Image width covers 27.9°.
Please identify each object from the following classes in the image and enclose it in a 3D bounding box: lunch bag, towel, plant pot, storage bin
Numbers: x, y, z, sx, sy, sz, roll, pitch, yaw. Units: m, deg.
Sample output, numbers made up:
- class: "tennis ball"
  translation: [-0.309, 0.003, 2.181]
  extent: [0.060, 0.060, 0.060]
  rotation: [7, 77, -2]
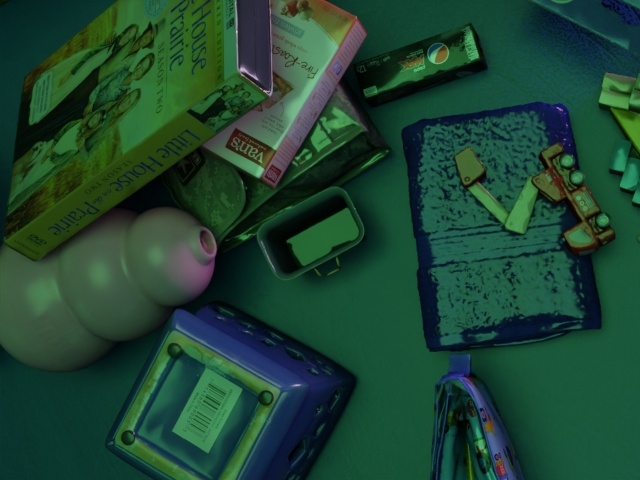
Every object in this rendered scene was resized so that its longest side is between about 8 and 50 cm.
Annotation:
- class: "lunch bag"
  translation: [0.193, 0.284, 1.578]
  extent: [0.138, 0.221, 0.293]
  rotation: [-8, 83, 13]
- class: "towel"
  translation: [0.232, -0.016, 1.679]
  extent: [0.227, 0.076, 0.308]
  rotation: [-7, 83, 6]
- class: "plant pot"
  translation: [-0.124, 0.223, 1.666]
  extent: [0.236, 0.212, 0.236]
  rotation: [29, 92, 15]
- class: "storage bin"
  translation: [0.000, 0.000, 1.719]
  extent: [0.135, 0.091, 0.098]
  rotation: [-29, 79, 10]
- class: "lunch bag"
  translation: [-0.096, -0.146, 1.718]
  extent: [0.287, 0.169, 0.235]
  rotation: [-34, 74, 11]

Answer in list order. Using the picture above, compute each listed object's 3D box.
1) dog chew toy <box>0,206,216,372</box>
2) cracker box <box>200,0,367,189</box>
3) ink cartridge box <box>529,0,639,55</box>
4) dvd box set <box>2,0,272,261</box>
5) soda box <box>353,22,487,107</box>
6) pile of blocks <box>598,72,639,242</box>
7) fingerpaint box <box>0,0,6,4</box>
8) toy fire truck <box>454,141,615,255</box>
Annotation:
- class: "dog chew toy"
  translation: [-0.282, 0.052, 1.701]
  extent: [0.332, 0.206, 0.206]
  rotation: [-18, 80, 27]
- class: "cracker box"
  translation: [-0.069, -0.202, 1.598]
  extent: [0.155, 0.067, 0.232]
  rotation: [30, 89, 19]
- class: "ink cartridge box"
  translation: [0.437, -0.380, 1.540]
  extent: [0.324, 0.071, 0.330]
  rotation: [30, 81, 18]
- class: "dvd box set"
  translation: [-0.231, -0.193, 1.606]
  extent: [0.420, 0.062, 0.307]
  rotation: [-31, 44, 31]
- class: "soda box"
  translation: [0.134, -0.233, 1.724]
  extent: [0.169, 0.060, 0.053]
  rotation: [-17, 80, 12]
- class: "pile of blocks"
  translation: [0.447, -0.059, 1.606]
  extent: [0.149, 0.112, 0.362]
  rotation: [-37, 77, 8]
- class: "fingerpaint box"
  translation: [-0.583, -0.410, 1.756]
  extent: [0.445, 0.371, 0.163]
  rotation: [-34, 78, 9]
- class: "toy fire truck"
  translation: [0.267, -0.053, 1.616]
  extent: [0.135, 0.047, 0.192]
  rotation: [-30, 81, 3]
